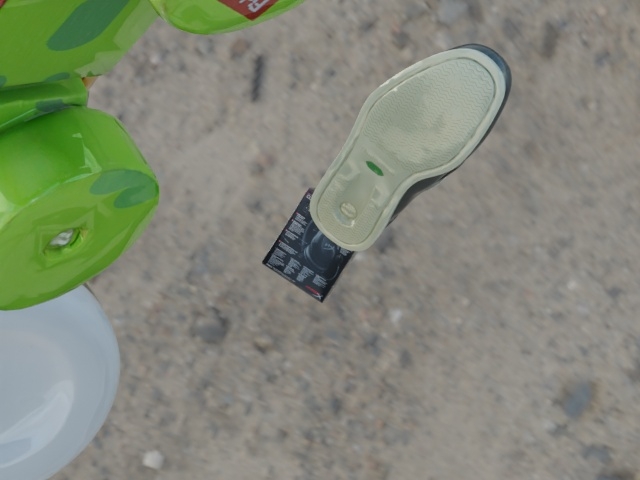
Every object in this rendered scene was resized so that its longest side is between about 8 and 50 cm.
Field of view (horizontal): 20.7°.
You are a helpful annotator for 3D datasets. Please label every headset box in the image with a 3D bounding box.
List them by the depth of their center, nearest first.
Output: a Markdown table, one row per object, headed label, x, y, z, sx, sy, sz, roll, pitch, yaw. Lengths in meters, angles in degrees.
| label | x | y | z | sx | sy | sz | roll | pitch | yaw |
| --- | --- | --- | --- | --- | --- | --- | --- | --- | --- |
| headset box | 0.000 | 0.000 | 1.450 | 0.062 | 0.032 | 0.083 | 32 | 97 | 6 |

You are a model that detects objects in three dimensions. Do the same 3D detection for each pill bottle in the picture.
| label | x | y | z | sx | sy | sz | roll | pitch | yaw |
| --- | --- | --- | --- | --- | --- | --- | --- | --- | --- |
| pill bottle | -0.283 | 0.022 | 1.284 | 0.188 | 0.188 | 0.334 | -46 | 40 | 5 |

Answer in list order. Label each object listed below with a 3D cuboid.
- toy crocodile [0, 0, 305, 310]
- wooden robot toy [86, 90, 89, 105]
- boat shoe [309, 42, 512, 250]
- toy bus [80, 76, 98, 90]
| label | x | y | z | sx | sy | sz | roll | pitch | yaw |
| --- | --- | --- | --- | --- | --- | --- | --- | --- | --- |
| toy crocodile | -0.085 | -0.072 | 0.458 | 0.340 | 0.105 | 0.115 | -49 | 65 | 42 |
| wooden robot toy | -0.261 | -0.063 | 1.615 | 0.079 | 0.076 | 0.173 | 15 | 116 | 22 |
| boat shoe | 0.072 | -0.081 | 1.327 | 0.084 | 0.079 | 0.233 | 46 | 139 | 2 |
| toy bus | -0.117 | -0.255 | 0.971 | 0.108 | 0.130 | 0.333 | 22 | 85 | 5 |
